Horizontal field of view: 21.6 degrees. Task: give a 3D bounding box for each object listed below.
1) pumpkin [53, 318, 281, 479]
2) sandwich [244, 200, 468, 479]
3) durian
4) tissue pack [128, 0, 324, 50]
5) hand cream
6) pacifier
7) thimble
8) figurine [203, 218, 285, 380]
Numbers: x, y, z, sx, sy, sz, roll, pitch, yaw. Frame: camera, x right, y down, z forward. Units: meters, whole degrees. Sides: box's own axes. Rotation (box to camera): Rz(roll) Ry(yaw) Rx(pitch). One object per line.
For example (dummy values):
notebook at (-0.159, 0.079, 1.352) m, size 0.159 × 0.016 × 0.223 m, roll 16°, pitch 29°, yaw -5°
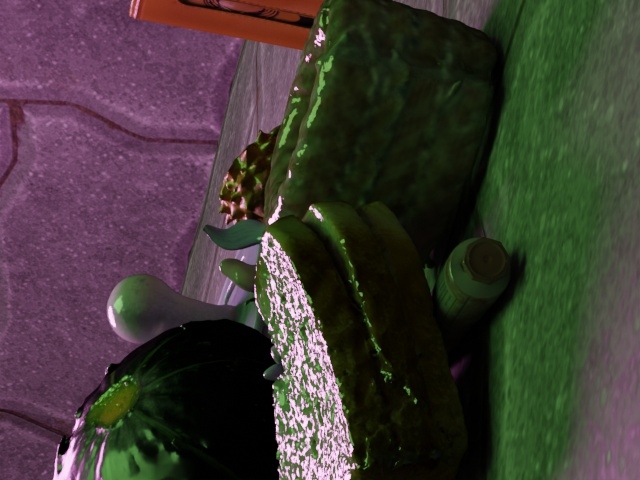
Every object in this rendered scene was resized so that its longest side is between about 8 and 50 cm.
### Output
pumpkin at (-0.109, 0.234, 1.735) m, size 0.296 × 0.295 × 0.296 m, roll -170°, pitch 90°, yaw -82°
sandwich at (0.016, 0.134, 1.247) m, size 0.288 × 0.099 × 0.254 m, roll 103°, pitch 154°, yaw -45°
durian at (-0.062, -0.043, 2.170) m, size 0.078 × 0.140 × 0.224 m, roll 40°, pitch 142°, yaw 28°
tissue pack at (-0.075, -0.331, 1.975) m, size 0.194 × 0.274 × 0.145 m, roll 119°, pitch 158°, yaw -67°
hand cream at (0.097, 0.044, 1.194) m, size 0.210 × 0.043 × 0.067 m, roll 111°, pitch 164°, yaw -72°
pacifier at (-0.144, 0.093, 2.055) m, size 0.299 × 0.233 × 0.244 m, roll -92°, pitch 18°, yaw -51°
thimble at (0.046, -0.089, 1.338) m, size 0.229 × 0.148 × 0.196 m, roll 113°, pitch 168°, yaw -45°
figurine at (-0.006, 0.050, 1.467) m, size 0.208 × 0.128 × 0.184 m, roll 60°, pitch -176°, yaw 0°
